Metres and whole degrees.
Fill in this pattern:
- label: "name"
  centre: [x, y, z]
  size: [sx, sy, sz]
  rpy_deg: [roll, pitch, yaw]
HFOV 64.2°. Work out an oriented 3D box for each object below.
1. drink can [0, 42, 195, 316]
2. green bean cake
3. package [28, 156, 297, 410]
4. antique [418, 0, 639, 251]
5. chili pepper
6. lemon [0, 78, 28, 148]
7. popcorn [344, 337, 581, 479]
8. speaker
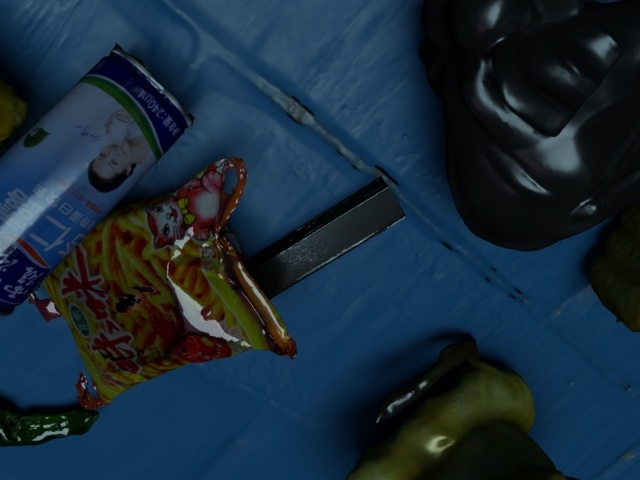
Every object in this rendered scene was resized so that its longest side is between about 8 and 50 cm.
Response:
- label: "drink can"
  centre: [-0.224, -0.053, 0.445]
  size: [0.235, 0.097, 0.097]
  rpy_deg: [-49, 114, -9]
- label: "green bean cake"
  centre: [0.470, 0.016, 0.602]
  size: [0.236, 0.124, 0.233]
  rpy_deg: [15, 111, -15]
- label: "package"
  centre: [-0.172, 0.055, 0.534]
  size: [0.288, 0.108, 0.223]
  rpy_deg: [-14, 102, 16]
- label: "antique"
  centre: [0.228, -0.130, 0.468]
  size: [0.255, 0.185, 0.322]
  rpy_deg: [-12, 120, -4]
- label: "chili pepper"
  centre: [-0.369, 0.219, 0.622]
  size: [0.182, 0.050, 0.073]
  rpy_deg: [13, 106, -16]
- label: "lemon"
  centre: [-0.365, -0.108, 0.391]
  size: [0.256, 0.188, 0.188]
  rpy_deg: [1, 115, -16]
- label: "popcorn"
  centre: [0.182, 0.313, 0.616]
  size: [0.349, 0.349, 0.382]
  rpy_deg: [-2, 77, -7]
- label: "speaker"
  centre: [0.000, 0.000, 0.575]
  size: [0.191, 0.040, 0.046]
  rpy_deg: [-32, 114, 8]
